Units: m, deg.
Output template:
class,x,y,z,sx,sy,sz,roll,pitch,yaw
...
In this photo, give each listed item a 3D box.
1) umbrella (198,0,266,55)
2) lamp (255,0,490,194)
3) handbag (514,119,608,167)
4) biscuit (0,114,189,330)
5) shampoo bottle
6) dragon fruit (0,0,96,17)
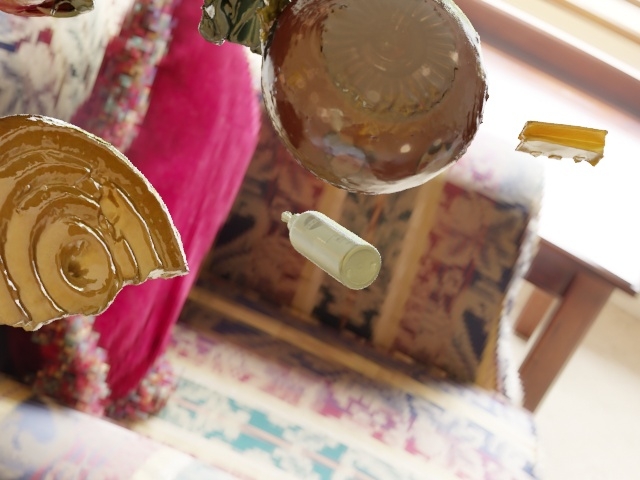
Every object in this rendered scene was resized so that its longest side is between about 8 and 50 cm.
class,x,y,z,sx,sy,sz,roll,pitch,yaw
umbrella,-0.023,-0.333,1.314,0.094,0.349,0.143,26,21,20
lamp,0.035,-0.106,0.981,0.156,0.135,0.157,-3,72,-11
handbag,0.234,-0.095,1.386,0.083,0.027,0.061,8,-9,2
biscuit,-0.176,-0.017,0.937,0.224,0.033,0.144,-12,81,-55
shampoo bottle,0.000,0.000,1.681,0.056,0.056,0.195,2,17,-32
dragon fruit,-0.233,-0.253,1.017,0.273,0.198,0.218,8,69,27
